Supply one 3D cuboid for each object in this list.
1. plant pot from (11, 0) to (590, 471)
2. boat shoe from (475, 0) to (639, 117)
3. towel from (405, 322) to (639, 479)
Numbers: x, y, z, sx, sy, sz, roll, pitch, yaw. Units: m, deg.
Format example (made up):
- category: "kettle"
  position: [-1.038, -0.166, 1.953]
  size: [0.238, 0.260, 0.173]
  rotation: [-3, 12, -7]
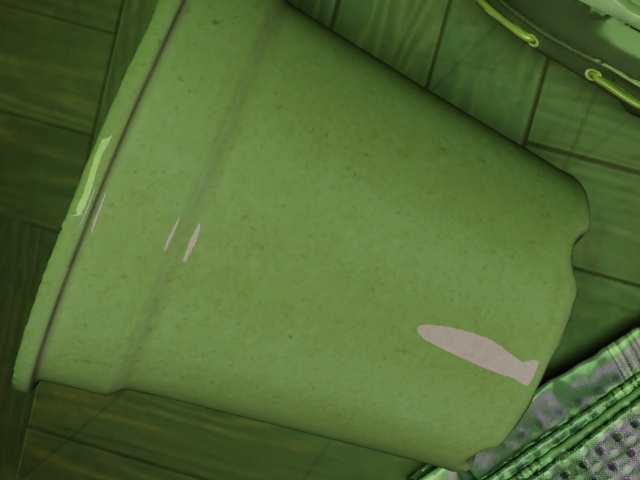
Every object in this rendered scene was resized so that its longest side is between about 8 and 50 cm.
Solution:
- category: "plant pot"
  position: [0.000, 0.000, 0.856]
  size: [0.305, 0.334, 0.334]
  rotation: [22, 99, -6]
- category: "boat shoe"
  position: [0.248, -0.136, 0.893]
  size: [0.324, 0.097, 0.116]
  rotation: [33, 60, 0]
- category: "towel"
  position: [0.267, 0.232, 0.954]
  size: [0.312, 0.056, 0.324]
  rotation: [-36, 90, 11]
